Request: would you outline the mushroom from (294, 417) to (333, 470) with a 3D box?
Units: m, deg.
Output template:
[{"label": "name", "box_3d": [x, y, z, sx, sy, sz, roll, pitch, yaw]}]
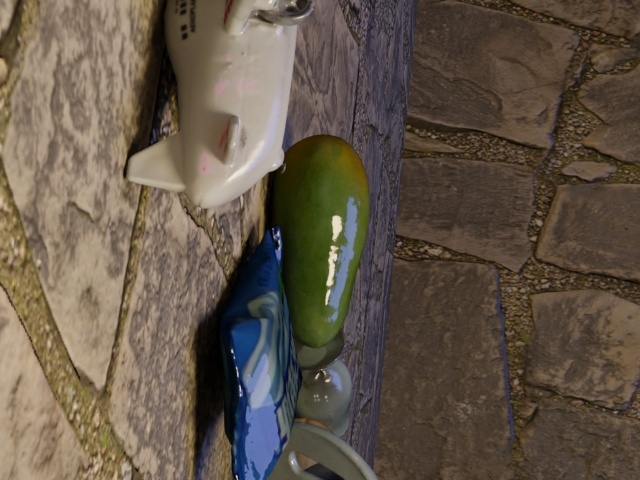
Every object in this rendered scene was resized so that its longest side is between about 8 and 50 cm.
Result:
[{"label": "mushroom", "box_3d": [-0.034, 0.324, 1.758, 0.247, 0.096, 0.108, -87, -166, -57]}]

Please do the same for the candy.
[{"label": "candy", "box_3d": [-0.063, 0.121, 1.489, 0.331, 0.077, 0.187, -79, 165, -70]}]

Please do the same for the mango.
[{"label": "mango", "box_3d": [0.000, 0.000, 1.684, 0.156, 0.114, 0.251, 179, -90, -69]}]

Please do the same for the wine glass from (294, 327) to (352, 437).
[{"label": "wine glass", "box_3d": [-0.003, 0.192, 1.918, 0.202, 0.093, 0.093, 81, 16, -51]}]

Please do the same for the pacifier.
[{"label": "pacifier", "box_3d": [-0.030, 0.347, 1.514, 0.226, 0.238, 0.287, -23, 134, -45]}]

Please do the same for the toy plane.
[{"label": "toy plane", "box_3d": [-0.073, -0.138, 1.121, 0.252, 0.118, 0.252, -167, -90, -82]}]
